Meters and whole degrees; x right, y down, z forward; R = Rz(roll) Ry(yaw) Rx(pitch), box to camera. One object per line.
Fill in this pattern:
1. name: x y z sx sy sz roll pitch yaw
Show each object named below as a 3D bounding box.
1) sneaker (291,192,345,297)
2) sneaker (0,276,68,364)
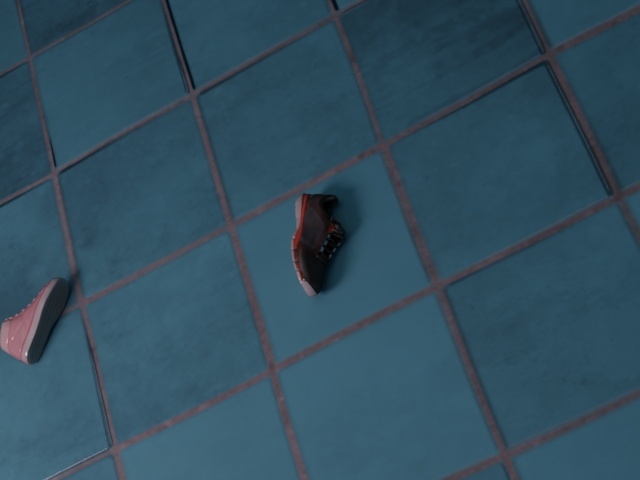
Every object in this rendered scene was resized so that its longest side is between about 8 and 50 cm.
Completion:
1. sneaker: 0.000 0.000 2.047 0.065 0.061 0.158 -9 60 16
2. sneaker: -0.421 0.109 2.212 0.070 0.051 0.134 16 76 28
